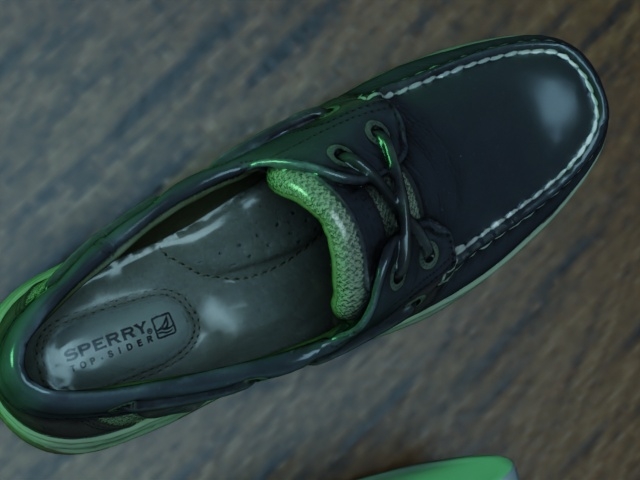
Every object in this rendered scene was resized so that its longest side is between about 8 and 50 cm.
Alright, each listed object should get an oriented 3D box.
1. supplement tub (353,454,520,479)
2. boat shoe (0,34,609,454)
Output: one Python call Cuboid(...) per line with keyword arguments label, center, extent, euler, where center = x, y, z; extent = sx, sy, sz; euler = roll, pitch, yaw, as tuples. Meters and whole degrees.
Cuboid(label="supplement tub", center=(0.043, 0.196, 0.632), extent=(0.144, 0.144, 0.199), euler=(-16, 91, -12))
Cuboid(label="boat shoe", center=(0.000, 0.000, 0.657), extent=(0.285, 0.092, 0.103), euler=(-25, 93, -12))
